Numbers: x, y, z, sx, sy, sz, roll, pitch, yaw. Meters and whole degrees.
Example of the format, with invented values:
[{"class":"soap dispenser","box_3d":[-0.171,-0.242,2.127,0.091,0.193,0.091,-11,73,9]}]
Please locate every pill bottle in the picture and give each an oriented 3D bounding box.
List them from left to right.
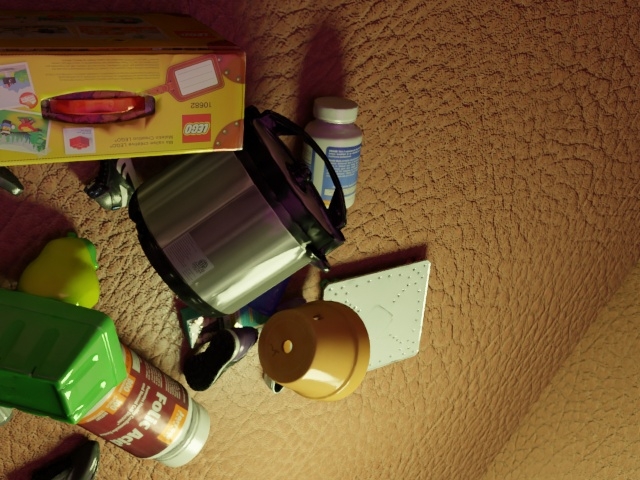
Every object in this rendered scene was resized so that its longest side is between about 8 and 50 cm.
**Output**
[{"class":"pill bottle","box_3d":[-0.485,0.440,1.714,0.224,0.224,0.392,-43,130,-3]},{"class":"pill bottle","box_3d":[0.028,-0.227,1.685,0.152,0.152,0.271,-9,121,-27]}]

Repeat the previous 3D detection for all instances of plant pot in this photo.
[{"class":"plant pot","box_3d":[-0.035,0.301,1.798,0.203,0.291,0.290,19,107,-54]}]

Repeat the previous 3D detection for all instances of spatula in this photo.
[{"class":"spatula","box_3d":[-0.168,0.252,1.918,0.297,0.030,0.084,-27,129,-19]}]

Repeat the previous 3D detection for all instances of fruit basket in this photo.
[{"class":"fruit basket","box_3d":[-0.615,0.181,1.468,0.392,0.392,0.282,-17,136,-22]}]

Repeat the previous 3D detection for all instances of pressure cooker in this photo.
[{"class":"pressure cooker","box_3d":[-0.159,-0.068,1.454,0.420,0.375,0.370,-35,140,7]}]

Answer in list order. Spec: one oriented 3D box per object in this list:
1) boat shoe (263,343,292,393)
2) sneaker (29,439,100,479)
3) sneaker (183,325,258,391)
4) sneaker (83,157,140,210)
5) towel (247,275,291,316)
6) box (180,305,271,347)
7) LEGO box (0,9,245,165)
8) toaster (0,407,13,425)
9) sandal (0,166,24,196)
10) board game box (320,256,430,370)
[{"class":"boat shoe","box_3d":[-0.100,0.372,2.000,0.079,0.081,0.227,15,109,-36]},{"class":"sneaker","box_3d":[-0.721,0.662,1.783,0.286,0.109,0.130,-50,124,1]},{"class":"sneaker","box_3d":[-0.273,0.334,1.821,0.124,0.107,0.283,-10,155,-50]},{"class":"sneaker","box_3d":[-0.485,-0.157,1.461,0.121,0.079,0.216,-26,128,-18]},{"class":"towel","box_3d":[-0.166,0.030,1.732,0.228,0.076,0.308,26,105,-14]},{"class":"box","box_3d":[-0.263,0.211,1.822,0.244,0.060,0.100,-17,124,-23]},{"class":"LEGO box","box_3d":[-0.436,-0.300,1.204,0.501,0.372,0.193,-7,120,-24]},{"class":"toaster","box_3d":[-0.857,0.387,1.525,0.227,0.129,0.146,-22,122,-16]},{"class":"sandal","box_3d":[-0.731,-0.156,1.312,0.255,0.097,0.054,30,98,-29]},{"class":"board game box","box_3d":[0.167,0.258,2.117,0.390,0.050,0.389,-12,122,-25]}]
